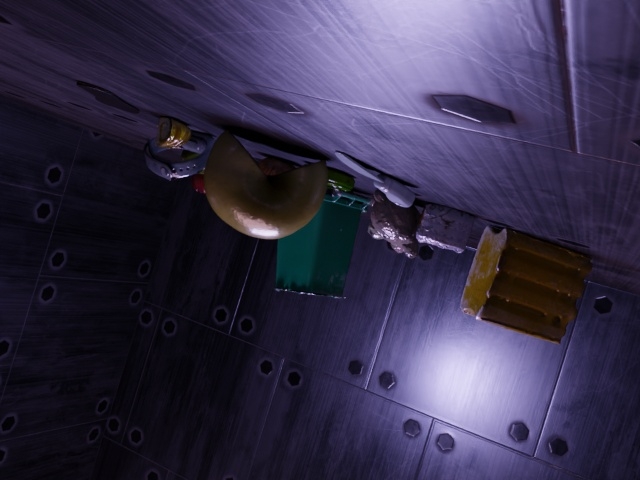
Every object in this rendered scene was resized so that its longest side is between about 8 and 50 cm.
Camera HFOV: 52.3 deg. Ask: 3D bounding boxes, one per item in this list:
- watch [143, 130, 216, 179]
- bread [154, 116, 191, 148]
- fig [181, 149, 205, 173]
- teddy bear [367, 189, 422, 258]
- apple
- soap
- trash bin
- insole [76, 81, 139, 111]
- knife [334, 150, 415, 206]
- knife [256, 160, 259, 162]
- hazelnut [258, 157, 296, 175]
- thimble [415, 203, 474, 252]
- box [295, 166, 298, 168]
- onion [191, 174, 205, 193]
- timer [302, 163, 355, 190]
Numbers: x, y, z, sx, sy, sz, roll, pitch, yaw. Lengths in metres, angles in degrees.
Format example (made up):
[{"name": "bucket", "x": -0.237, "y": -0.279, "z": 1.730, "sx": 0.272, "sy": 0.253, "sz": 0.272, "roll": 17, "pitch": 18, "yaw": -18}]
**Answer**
[{"name": "watch", "x": -0.405, "y": -0.247, "z": 1.838, "sx": 0.206, "sy": 0.068, "sz": 0.193, "roll": 21, "pitch": -138, "yaw": 31}, {"name": "bread", "x": -0.400, "y": -0.290, "z": 1.766, "sx": 0.094, "sy": 0.082, "sz": 0.157, "roll": 1, "pitch": -170, "yaw": -39}, {"name": "fig", "x": -0.371, "y": -0.272, "z": 2.046, "sx": 0.117, "sy": 0.117, "sz": 0.177, "roll": 17, "pitch": 164, "yaw": -16}, {"name": "teddy bear", "x": 0.234, "y": -0.052, "z": 1.997, "sx": 0.236, "sy": 0.151, "sz": 0.267, "roll": 57, "pitch": -162, "yaw": 13}, {"name": "apple", "x": -0.144, "y": -0.124, "z": 1.595, "sx": 0.295, "sy": 0.233, "sz": 0.258, "roll": 17, "pitch": 178, "yaw": -18}, {"name": "soap", "x": 0.631, "y": 0.137, "z": 2.002, "sx": 0.335, "sy": 0.293, "sz": 0.156, "roll": 16, "pitch": -176, "yaw": -20}, {"name": "trash bin", "x": 0.000, "y": 0.000, "z": 2.225, "sx": 0.259, "sy": 0.380, "sz": 0.295, "roll": 10, "pitch": 176, "yaw": -44}, {"name": "insole", "x": -0.542, "y": -0.364, "z": 1.683, "sx": 0.119, "sy": 0.009, "sz": 0.348, "roll": 15, "pitch": -179, "yaw": -3}, {"name": "knife", "x": 0.116, "y": -0.149, "z": 1.504, "sx": 0.080, "sy": 0.044, "sz": 0.331, "roll": 27, "pitch": -179, "yaw": 41}, {"name": "knife", "x": -0.156, "y": -0.243, "z": 2.225, "sx": 0.297, "sy": 0.026, "sz": 0.044, "roll": 16, "pitch": -168, "yaw": 4}, {"name": "hazelnut", "x": -0.132, "y": -0.178, "z": 1.953, "sx": 0.150, "sy": 0.150, "sz": 0.150, "roll": 17, "pitch": -179, "yaw": 0}, {"name": "thimble", "x": 0.358, "y": -0.035, "z": 1.886, "sx": 0.151, "sy": 0.117, "sz": 0.127, "roll": 17, "pitch": -177, "yaw": 13}, {"name": "box", "x": -0.086, "y": -0.222, "z": 2.097, "sx": 0.090, "sy": 0.023, "sz": 0.133, "roll": 15, "pitch": -179, "yaw": 13}, {"name": "onion", "x": -0.377, "y": -0.246, "z": 2.511, "sx": 0.248, "sy": 0.161, "sz": 0.248, "roll": 17, "pitch": -169, "yaw": -3}, {"name": "timer", "x": 0.020, "y": -0.173, "z": 1.804, "sx": 0.140, "sy": 0.047, "sz": 0.128, "roll": 17, "pitch": -179, "yaw": 27}]
